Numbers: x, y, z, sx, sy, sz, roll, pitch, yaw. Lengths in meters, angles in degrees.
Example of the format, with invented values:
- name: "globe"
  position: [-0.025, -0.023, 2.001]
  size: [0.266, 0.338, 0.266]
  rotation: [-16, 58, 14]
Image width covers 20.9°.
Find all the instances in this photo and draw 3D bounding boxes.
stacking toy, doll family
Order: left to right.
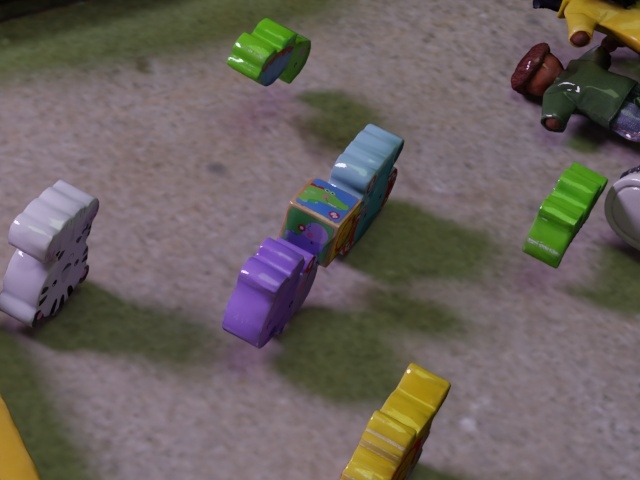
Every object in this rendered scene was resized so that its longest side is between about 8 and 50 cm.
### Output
- name: "stacking toy"
  position: [0.000, 0.000, 0.690]
  size: [0.167, 0.052, 0.221]
  rotation: [29, 41, 13]
- name: "doll family"
  position: [0.160, -0.116, 0.847]
  size: [0.111, 0.076, 0.193]
  rotation: [26, 37, 19]

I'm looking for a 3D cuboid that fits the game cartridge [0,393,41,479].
- name: "game cartridge"
  position: [-0.240, 0.107, 0.505]
  size: [0.324, 0.052, 0.285]
  rotation: [-10, 47, -28]

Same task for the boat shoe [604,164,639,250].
- name: "boat shoe"
  position: [0.182, 0.004, 0.738]
  size: [0.125, 0.046, 0.038]
  rotation: [28, 40, 20]
